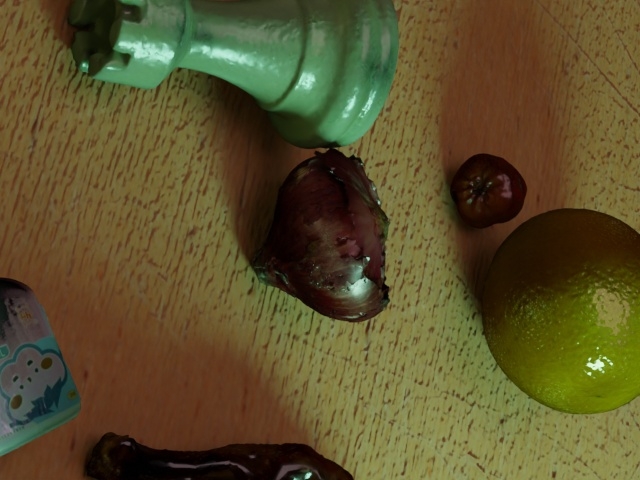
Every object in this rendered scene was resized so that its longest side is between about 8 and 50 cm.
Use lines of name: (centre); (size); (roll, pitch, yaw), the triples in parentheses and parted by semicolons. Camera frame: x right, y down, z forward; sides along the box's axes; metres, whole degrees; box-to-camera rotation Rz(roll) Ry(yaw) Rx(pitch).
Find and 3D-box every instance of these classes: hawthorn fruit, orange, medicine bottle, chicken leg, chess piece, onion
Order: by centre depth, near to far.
medicine bottle: (-0.301, 0.090, 1.626); (0.119, 0.094, 0.188); (-26, 95, -43)
chicken leg: (-0.048, 0.270, 1.816); (0.407, 0.096, 0.158); (38, 74, -26)
chess piece: (-0.091, -0.200, 1.867); (0.299, 0.194, 0.194); (6, 72, -33)
onion: (0.000, 0.000, 1.913); (0.147, 0.184, 0.184); (-15, 90, 0)
orange: (0.288, 0.080, 2.097); (0.236, 0.236, 0.236); (15, 67, -39)
hawthorn fruit: (0.194, -0.057, 2.151); (0.093, 0.093, 0.093); (15, 67, -39)
